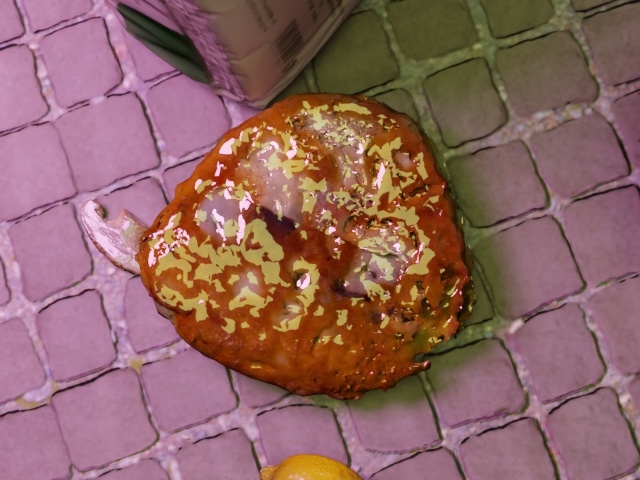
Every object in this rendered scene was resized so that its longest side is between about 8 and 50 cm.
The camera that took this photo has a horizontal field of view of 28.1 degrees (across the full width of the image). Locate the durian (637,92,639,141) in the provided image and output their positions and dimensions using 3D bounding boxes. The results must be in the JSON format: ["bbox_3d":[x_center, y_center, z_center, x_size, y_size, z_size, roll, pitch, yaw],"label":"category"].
[{"bbox_3d":[0.431,-0.076,1.044,0.347,0.347,0.384,-45,113,-5],"label":"durian"}]

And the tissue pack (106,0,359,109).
[{"bbox_3d":[-0.065,-0.287,1.071,0.194,0.356,0.266,37,85,11],"label":"tissue pack"}]

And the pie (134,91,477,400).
[{"bbox_3d":[0.000,0.000,1.155,0.308,0.085,0.308,0,82,-2],"label":"pie"}]

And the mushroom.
[{"bbox_3d":[-0.185,-0.001,1.197,0.101,0.019,0.049,37,84,7],"label":"mushroom"}]

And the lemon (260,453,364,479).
[{"bbox_3d":[-0.005,0.229,1.121,0.111,0.082,0.082,22,82,4],"label":"lemon"}]
